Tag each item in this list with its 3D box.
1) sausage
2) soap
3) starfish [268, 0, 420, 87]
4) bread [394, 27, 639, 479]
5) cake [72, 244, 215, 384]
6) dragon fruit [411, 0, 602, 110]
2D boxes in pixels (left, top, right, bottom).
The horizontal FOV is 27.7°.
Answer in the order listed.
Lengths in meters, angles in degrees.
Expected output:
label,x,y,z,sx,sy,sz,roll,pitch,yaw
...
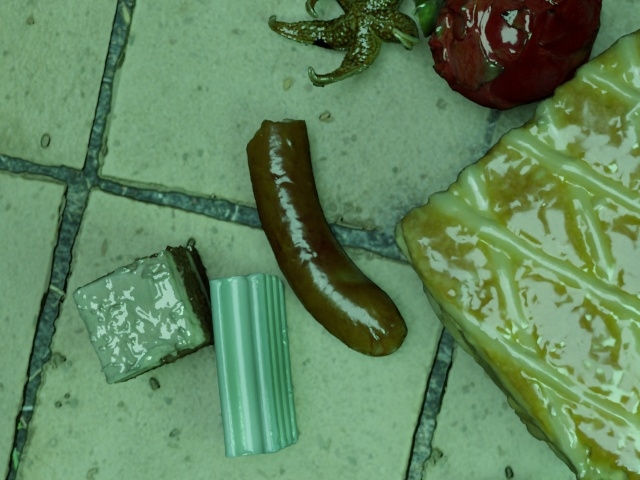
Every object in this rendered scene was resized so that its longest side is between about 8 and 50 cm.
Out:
label,x,y,z,sx,sy,sz,roll,pitch,yaw
sausage,-0.004,0.003,1.488,0.103,0.076,0.302,-27,82,8
soap,-0.074,0.140,1.470,0.066,0.119,0.198,-6,85,9
starfish,0.029,-0.244,1.491,0.190,0.074,0.146,-10,70,30
bread,0.312,0.030,1.331,0.371,0.279,0.390,-40,81,3
cake,-0.195,0.081,1.481,0.135,0.147,0.134,-24,82,9
dragon fruit,0.210,-0.229,1.420,0.209,0.172,0.172,-10,85,7
